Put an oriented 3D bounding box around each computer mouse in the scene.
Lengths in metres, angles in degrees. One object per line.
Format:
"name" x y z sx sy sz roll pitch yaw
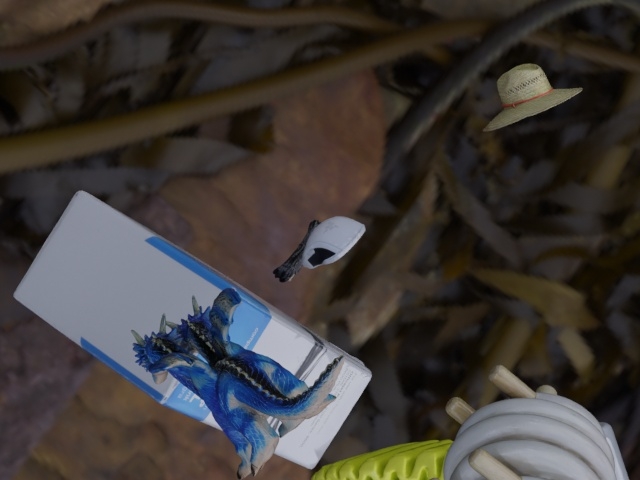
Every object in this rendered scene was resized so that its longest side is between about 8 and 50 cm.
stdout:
"computer mouse" 0.000 0.000 2.050 0.042 0.193 0.106 46 67 -9

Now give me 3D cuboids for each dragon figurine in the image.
"dragon figurine" -0.070 0.094 1.158 0.085 0.289 0.144 -43 89 -14

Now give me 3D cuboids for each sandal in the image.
"sandal" 0.109 0.240 1.351 0.126 0.317 0.138 -9 89 -39

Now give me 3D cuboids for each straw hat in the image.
"straw hat" 0.267 -0.199 2.059 0.144 0.144 0.061 -28 99 -21

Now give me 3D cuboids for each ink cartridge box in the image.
"ink cartridge box" -0.152 0.123 2.012 0.166 0.285 0.395 -58 147 -2

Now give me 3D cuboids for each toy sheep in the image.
"toy sheep" 0.099 0.112 0.750 0.132 0.091 0.091 -65 151 -48

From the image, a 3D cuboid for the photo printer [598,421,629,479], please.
"photo printer" 0.208 0.359 1.525 0.256 0.107 0.307 -17 89 -5
